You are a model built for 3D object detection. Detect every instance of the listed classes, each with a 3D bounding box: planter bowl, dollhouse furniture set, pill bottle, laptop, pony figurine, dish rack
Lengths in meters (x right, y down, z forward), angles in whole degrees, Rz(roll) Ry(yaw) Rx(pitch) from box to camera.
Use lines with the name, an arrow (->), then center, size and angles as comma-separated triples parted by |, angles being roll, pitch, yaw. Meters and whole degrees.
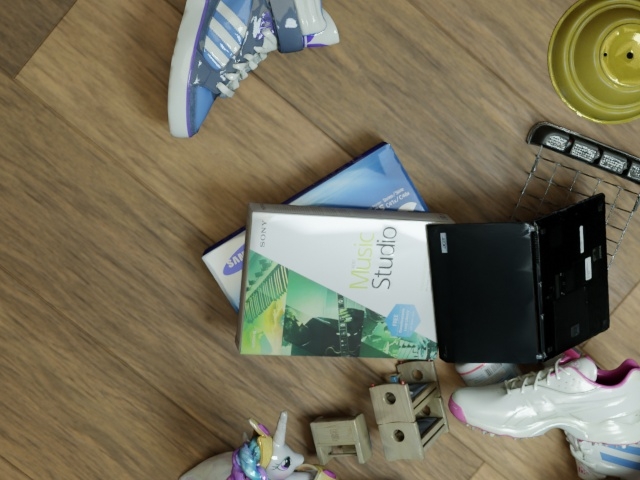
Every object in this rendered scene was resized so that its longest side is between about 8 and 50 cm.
planter bowl -> 0.479, -0.292, 1.782 | 0.217, 0.090, 0.217 | 0, 97, -3
dollhouse furniture set -> 0.092, 0.279, 1.833 | 0.184, 0.129, 0.129 | -9, 98, 28
pill bottle -> 0.298, 0.242, 1.839 | 0.087, 0.087, 0.160 | -36, 97, 2
laptop -> 0.317, 0.060, 1.761 | 0.264, 0.136, 0.234 | -20, 113, -34
pony figurine -> -0.068, 0.440, 1.756 | 0.363, 0.303, 0.351 | 35, 109, -31
dish rack -> 0.400, -0.035, 1.821 | 0.208, 0.074, 0.271 | 21, 97, -4

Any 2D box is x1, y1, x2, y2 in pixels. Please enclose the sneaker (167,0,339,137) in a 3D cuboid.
sneaker -> -0.094, -0.296, 1.727 | 0.236, 0.130, 0.322 | 12, 91, -1

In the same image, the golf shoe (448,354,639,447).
golf shoe -> 0.352, 0.232, 1.726 | 0.306, 0.115, 0.140 | 4, 110, -2

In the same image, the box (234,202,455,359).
box -> 0.037, 0.066, 1.740 | 0.322, 0.058, 0.232 | 3, 106, -10

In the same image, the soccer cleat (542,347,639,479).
soccer cleat -> 0.448, 0.308, 1.841 | 0.143, 0.116, 0.331 | -42, 98, 2

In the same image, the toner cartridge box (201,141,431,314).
toner cartridge box -> 0.000, 0.000, 1.798 | 0.348, 0.075, 0.165 | -32, 98, 1
